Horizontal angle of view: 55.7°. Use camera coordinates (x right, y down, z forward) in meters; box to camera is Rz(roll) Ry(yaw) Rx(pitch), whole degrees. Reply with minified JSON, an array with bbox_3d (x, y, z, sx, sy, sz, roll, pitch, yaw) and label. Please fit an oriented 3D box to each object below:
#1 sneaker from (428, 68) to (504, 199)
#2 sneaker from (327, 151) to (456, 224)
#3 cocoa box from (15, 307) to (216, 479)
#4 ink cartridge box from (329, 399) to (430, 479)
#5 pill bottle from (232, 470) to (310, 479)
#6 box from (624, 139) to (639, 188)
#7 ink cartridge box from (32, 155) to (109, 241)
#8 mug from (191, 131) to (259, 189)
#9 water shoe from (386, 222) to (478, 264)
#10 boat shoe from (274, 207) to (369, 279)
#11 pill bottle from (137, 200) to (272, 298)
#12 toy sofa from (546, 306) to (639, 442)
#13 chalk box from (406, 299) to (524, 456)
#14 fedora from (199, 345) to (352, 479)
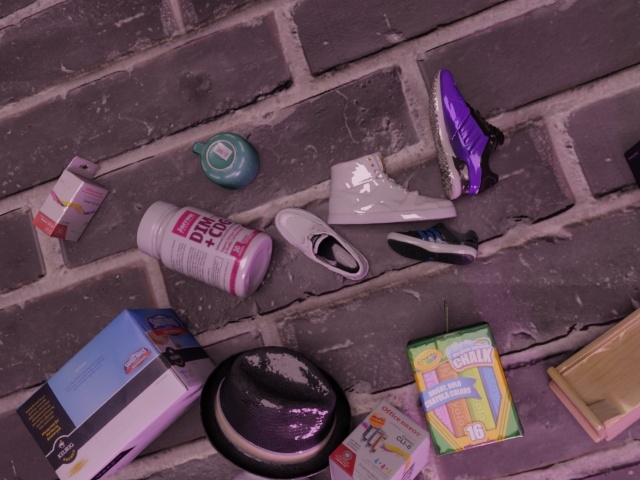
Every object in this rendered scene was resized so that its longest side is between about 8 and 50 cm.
[{"bbox_3d":[0.331,-0.244,1.358,0.146,0.102,0.294,-9,85,3],"label":"sneaker"},{"bbox_3d":[0.158,-0.121,1.368,0.292,0.108,0.169,0,87,12],"label":"sneaker"},{"bbox_3d":[-0.445,0.346,1.375,0.347,0.231,0.228,-42,78,5],"label":"cocoa box"},{"bbox_3d":[0.125,0.451,1.254,0.128,0.127,0.176,31,55,32],"label":"ink cartridge box"},{"bbox_3d":[-0.109,0.615,1.306,0.181,0.181,0.323,0,84,11],"label":"pill bottle"},{"bbox_3d":[0.730,-0.125,1.230,0.108,0.153,0.207,-20,81,8],"label":"box"},{"bbox_3d":[-0.612,-0.102,1.514,0.067,0.115,0.198,33,92,14],"label":"ink cartridge box"},{"bbox_3d":[-0.235,-0.191,1.457,0.157,0.097,0.130,-11,82,10],"label":"mug"},{"bbox_3d":[0.252,0.001,1.367,0.203,0.073,0.080,12,60,13],"label":"water shoe"},{"bbox_3d":[0.000,0.000,1.397,0.258,0.084,0.095,30,91,12],"label":"boat shoe"},{"bbox_3d":[-0.270,0.014,1.410,0.282,0.160,0.161,20,88,13],"label":"pill bottle"},{"bbox_3d":[0.654,0.240,1.227,0.362,0.177,0.150,-38,54,5],"label":"toy sofa"},{"bbox_3d":[0.284,0.270,1.266,0.179,0.180,0.289,-17,80,9],"label":"chalk box"},{"bbox_3d":[-0.085,0.329,1.271,0.333,0.153,0.334,7,46,-8],"label":"fedora"}]
